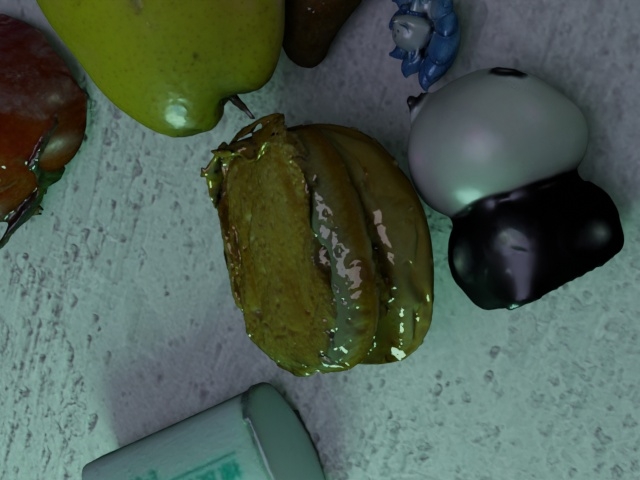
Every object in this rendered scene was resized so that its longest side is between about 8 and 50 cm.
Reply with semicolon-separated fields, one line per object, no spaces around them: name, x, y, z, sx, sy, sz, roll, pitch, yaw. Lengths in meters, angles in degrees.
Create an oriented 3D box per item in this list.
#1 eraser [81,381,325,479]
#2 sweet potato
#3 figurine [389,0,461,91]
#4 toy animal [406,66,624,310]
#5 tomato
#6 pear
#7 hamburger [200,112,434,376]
eraser;-0.140;0.307;1.747;0.290;0.104;0.189;-27;93;31
sweet potato;0.059;-0.317;1.496;0.114;0.092;0.341;44;121;-10
figurine;0.108;-0.209;1.499;0.114;0.079;0.114;6;98;52
toy animal;0.190;-0.060;1.447;0.187;0.165;0.235;-23;89;26
tomato;-0.452;-0.146;1.754;0.309;0.170;0.308;7;105;24
pear;-0.170;-0.285;1.521;0.285;0.285;0.336;0;111;27
hamburger;0.000;0.000;1.514;0.318;0.158;0.318;41;141;44
